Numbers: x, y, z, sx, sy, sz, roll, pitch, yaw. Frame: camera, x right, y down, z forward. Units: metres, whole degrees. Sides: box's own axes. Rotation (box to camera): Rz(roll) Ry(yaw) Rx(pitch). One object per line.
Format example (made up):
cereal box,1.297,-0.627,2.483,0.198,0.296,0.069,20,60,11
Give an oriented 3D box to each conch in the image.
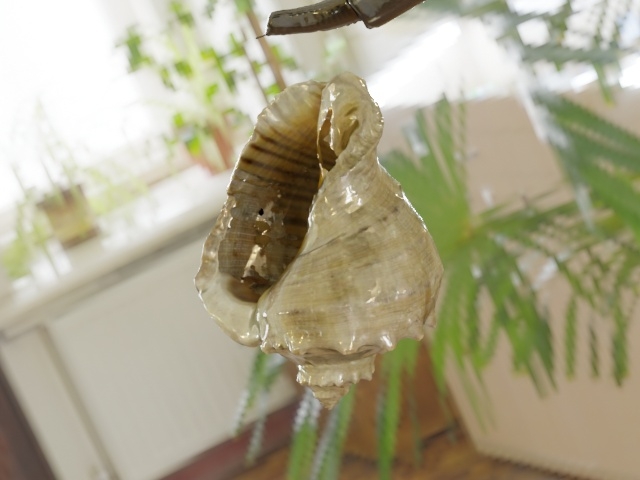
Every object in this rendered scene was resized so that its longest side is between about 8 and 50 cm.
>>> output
conch,0.004,0.005,1.887,0.263,0.324,0.186,3,-17,28

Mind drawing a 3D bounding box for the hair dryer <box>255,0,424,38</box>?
hair dryer,0.068,-0.139,0.925,0.272,0.091,0.235,-29,10,37
